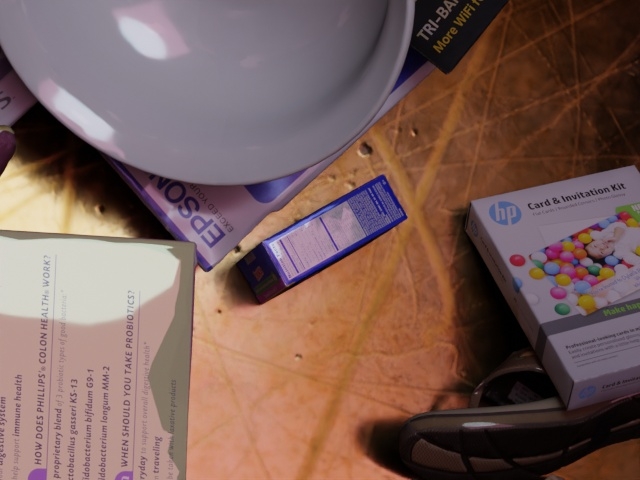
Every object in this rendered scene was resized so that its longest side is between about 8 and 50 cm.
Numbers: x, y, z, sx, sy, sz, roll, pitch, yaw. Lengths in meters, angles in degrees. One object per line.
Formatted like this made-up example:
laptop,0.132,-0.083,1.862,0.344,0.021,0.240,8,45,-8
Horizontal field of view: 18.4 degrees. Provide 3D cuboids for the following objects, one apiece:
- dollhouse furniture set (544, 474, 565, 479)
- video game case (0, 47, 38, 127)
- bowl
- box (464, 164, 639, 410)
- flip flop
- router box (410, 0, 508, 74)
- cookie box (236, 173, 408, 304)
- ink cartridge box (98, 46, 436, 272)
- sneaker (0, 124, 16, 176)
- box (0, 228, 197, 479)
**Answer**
dollhouse furniture set,0.176,0.256,1.510,0.114,0.091,0.081,-43,139,5
video game case,-0.303,-0.137,1.377,0.183,0.023,0.201,-41,95,7
bowl,-0.068,-0.195,1.315,0.298,0.298,0.134,39,33,-8
box,0.212,0.031,1.481,0.145,0.038,0.186,-12,49,-17
flip flop,0.182,0.115,1.488,0.277,0.112,0.080,-17,62,-15
router box,0.091,-0.312,1.381,0.243,0.081,0.309,37,104,-7
cookie box,0.000,0.000,1.448,0.107,0.092,0.040,-29,88,-17
ink cartridge box,-0.078,-0.185,1.464,0.307,0.072,0.303,-42,96,-14
sneaker,-0.245,0.011,1.272,0.084,0.069,0.185,42,79,-15
box,-0.218,0.105,1.359,0.243,0.117,0.214,4,82,-17
